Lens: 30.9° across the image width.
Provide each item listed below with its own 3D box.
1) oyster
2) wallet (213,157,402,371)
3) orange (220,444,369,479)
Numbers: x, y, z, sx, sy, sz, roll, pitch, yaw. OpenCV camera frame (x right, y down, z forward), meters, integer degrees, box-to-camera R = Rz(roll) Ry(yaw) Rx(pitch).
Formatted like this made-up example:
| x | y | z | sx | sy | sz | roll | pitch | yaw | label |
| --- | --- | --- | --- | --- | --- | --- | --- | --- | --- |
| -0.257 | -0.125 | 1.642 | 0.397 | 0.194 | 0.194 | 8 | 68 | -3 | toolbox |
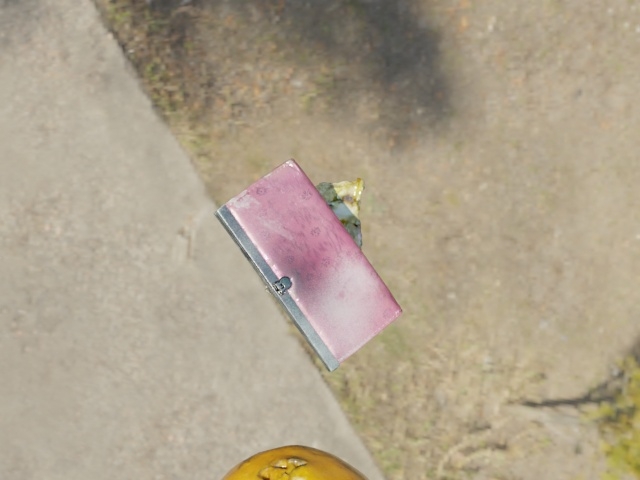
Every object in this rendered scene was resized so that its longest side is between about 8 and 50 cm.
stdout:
| x | y | z | sx | sy | sz | roll | pitch | yaw | label |
| --- | --- | --- | --- | --- | --- | --- | --- | --- | --- |
| -0.009 | 0.003 | 1.544 | 0.072 | 0.132 | 0.209 | -91 | -179 | -47 | oyster |
| -0.011 | 0.027 | 1.365 | 0.119 | 0.025 | 0.232 | -37 | 94 | -19 | wallet |
| -0.041 | 0.477 | 1.834 | 0.312 | 0.312 | 0.312 | -3 | 95 | -43 | orange |
